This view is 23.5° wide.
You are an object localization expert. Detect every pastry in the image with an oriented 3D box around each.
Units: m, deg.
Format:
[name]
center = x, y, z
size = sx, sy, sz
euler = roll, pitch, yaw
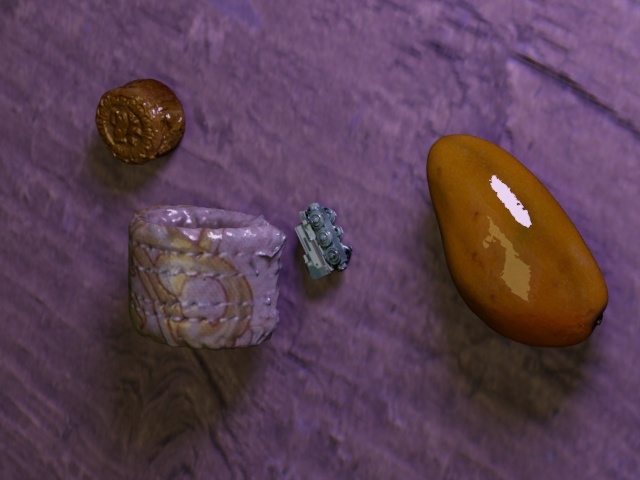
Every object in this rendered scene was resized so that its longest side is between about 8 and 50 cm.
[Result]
[pastry]
center = -0.210, -0.140, 1.804
size = 0.109, 0.057, 0.097
euler = 4, 110, 32

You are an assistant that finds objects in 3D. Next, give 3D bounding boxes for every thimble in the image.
[thimble]
center = -0.128, 0.041, 1.757
size = 0.190, 0.137, 0.144
euler = 5, 104, 14

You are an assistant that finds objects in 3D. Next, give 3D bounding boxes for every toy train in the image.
[toy train]
center = 0.000, 0.000, 1.728
size = 0.053, 0.033, 0.083
euler = -26, 89, 37

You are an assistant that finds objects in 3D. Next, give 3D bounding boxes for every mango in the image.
[mango]
center = 0.187, 0.003, 1.569
size = 0.138, 0.113, 0.253
euler = -39, 80, 30
